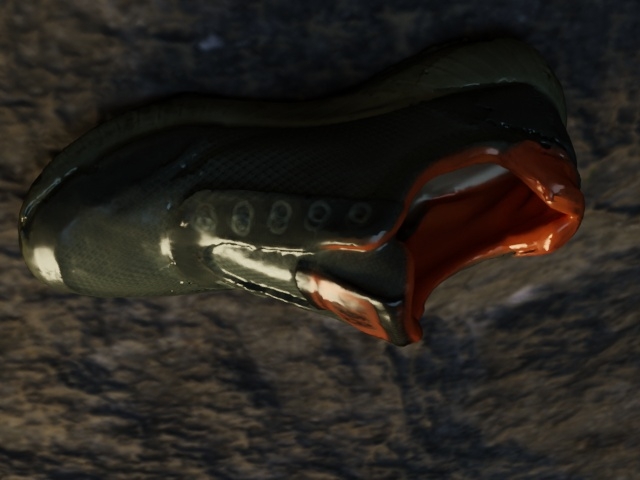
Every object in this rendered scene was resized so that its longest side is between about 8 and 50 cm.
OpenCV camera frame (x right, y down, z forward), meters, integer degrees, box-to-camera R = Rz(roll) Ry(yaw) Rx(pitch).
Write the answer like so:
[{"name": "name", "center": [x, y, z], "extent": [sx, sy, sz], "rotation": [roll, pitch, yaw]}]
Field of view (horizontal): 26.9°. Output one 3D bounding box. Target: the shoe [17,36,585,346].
[{"name": "shoe", "center": [0.000, 0.000, 0.762], "extent": [0.337, 0.171, 0.132], "rotation": [-14, 133, -4]}]
